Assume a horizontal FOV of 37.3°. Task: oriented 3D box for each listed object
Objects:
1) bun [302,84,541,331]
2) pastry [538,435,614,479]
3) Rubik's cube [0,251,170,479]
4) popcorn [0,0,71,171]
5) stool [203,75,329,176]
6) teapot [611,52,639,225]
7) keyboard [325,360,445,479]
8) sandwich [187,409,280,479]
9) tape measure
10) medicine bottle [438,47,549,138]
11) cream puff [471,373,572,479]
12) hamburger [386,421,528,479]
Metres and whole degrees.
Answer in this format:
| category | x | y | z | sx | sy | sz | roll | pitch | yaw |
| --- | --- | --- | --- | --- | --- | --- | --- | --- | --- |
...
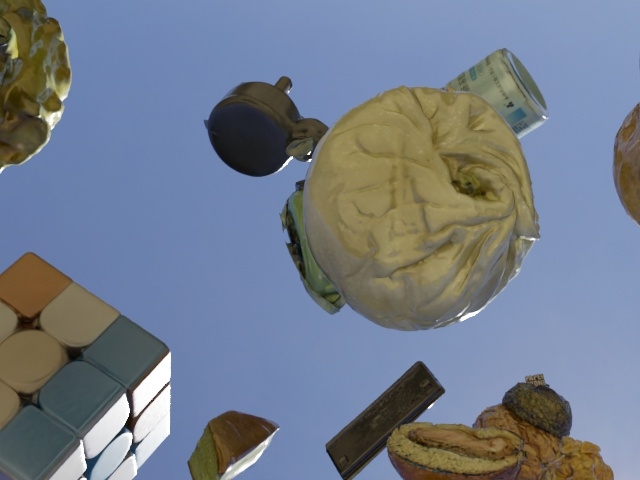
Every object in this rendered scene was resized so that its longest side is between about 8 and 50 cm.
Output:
| category | x | y | z | sx | sy | sz | roll | pitch | yaw |
| --- | --- | --- | --- | --- | --- | --- | --- | --- | --- |
| bun | 0.102 | -0.035 | 0.858 | 0.230 | 0.229 | 0.145 | -16 | 176 | -28 |
| pastry | 0.373 | 0.401 | 1.346 | 0.102 | 0.154 | 0.250 | -29 | -157 | 25 |
| Rubik's cube | -0.502 | 0.298 | 1.700 | 0.347 | 0.346 | 0.344 | 30 | -127 | 16 |
| popcorn | -0.337 | -0.165 | 0.891 | 0.218 | 0.169 | 0.189 | 6 | -126 | -35 |
| stool | -0.087 | -0.195 | 1.672 | 0.228 | 0.153 | 0.139 | 30 | -140 | 0 |
| teapot | 0.392 | -0.081 | 1.010 | 0.167 | 0.311 | 0.203 | -25 | -165 | -36 |
| keyboard | 0.107 | 0.304 | 1.588 | 0.230 | 0.025 | 0.093 | -43 | -142 | 5 |
| sandwich | -0.170 | 0.383 | 1.742 | 0.096 | 0.094 | 0.258 | 33 | -166 | 16 |
| tape measure | 0.000 | 0.000 | 1.229 | 0.088 | 0.154 | 0.177 | -14 | -125 | -10 |
| medicine bottle | 0.239 | -0.192 | 1.427 | 0.135 | 0.168 | 0.135 | 41 | -150 | -30 |
| cream puff | 0.361 | 0.319 | 1.657 | 0.183 | 0.168 | 0.183 | 22 | -173 | -3 |
| hamburger | 0.167 | 0.287 | 1.146 | 0.176 | 0.102 | 0.087 | -2 | -160 | 24 |
